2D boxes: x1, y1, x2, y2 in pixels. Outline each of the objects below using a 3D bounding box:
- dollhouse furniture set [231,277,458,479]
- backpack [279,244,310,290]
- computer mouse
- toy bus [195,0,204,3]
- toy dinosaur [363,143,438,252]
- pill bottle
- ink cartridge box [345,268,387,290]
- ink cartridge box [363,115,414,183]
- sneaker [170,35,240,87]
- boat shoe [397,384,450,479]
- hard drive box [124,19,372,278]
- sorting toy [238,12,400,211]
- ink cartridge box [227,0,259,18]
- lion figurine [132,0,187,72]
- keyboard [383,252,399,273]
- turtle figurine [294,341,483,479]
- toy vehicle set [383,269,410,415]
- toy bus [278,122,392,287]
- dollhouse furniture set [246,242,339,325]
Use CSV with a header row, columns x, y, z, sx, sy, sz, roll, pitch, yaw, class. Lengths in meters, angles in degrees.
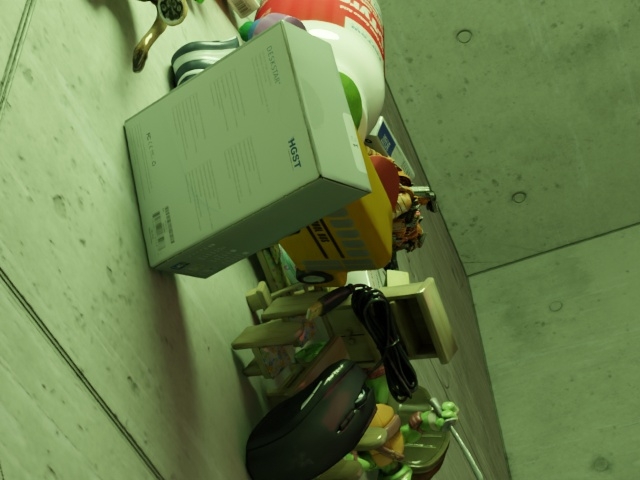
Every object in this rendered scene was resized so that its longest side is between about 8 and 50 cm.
x,y,z,sx,sy,sz,roll,pitch,yaw,class
0.044,0.157,1.437,0.242,0.161,0.212,-45,120,-51,dollhouse furniture set
0.000,0.000,1.772,0.152,0.115,0.182,56,17,-18,backpack
0.013,0.164,1.319,0.262,0.060,0.184,-31,111,-32,computer mouse
-0.181,-0.464,1.651,0.104,0.191,0.202,30,-4,21,toy bus
0.092,-0.078,2.036,0.164,0.219,0.321,-93,166,-55,toy dinosaur
-0.010,-0.272,1.839,0.407,0.229,0.229,-86,155,-58,pill bottle
0.072,0.109,1.998,0.218,0.092,0.158,47,27,-60,ink cartridge box
0.039,-0.174,2.085,0.045,0.224,0.223,-67,152,-16,ink cartridge box
-0.113,-0.174,1.545,0.282,0.099,0.153,33,42,-68,sneaker
0.161,0.352,1.966,0.307,0.111,0.104,-75,170,-73,boat shoe
-0.082,-0.088,1.190,0.089,0.232,0.181,15,56,-52,hard drive box
-0.018,-0.164,1.579,0.126,0.127,0.365,27,-25,48,sorting toy
-0.178,-0.469,1.887,0.179,0.045,0.145,57,5,26,ink cartridge box
-0.229,-0.398,1.338,0.240,0.142,0.392,-90,174,-78,lion figurine
0.126,0.069,2.319,0.201,0.033,0.317,104,-21,-54,keyboard
0.091,0.252,1.614,0.274,0.198,0.266,-63,129,-78,turtle figurine
0.104,0.201,1.821,0.166,0.035,0.266,-89,-174,-51,toy vehicle set
0.007,-0.041,1.384,0.332,0.130,0.108,56,33,-65,toy bus
-0.050,0.022,1.530,0.161,0.101,0.181,-77,147,-69,dollhouse furniture set
